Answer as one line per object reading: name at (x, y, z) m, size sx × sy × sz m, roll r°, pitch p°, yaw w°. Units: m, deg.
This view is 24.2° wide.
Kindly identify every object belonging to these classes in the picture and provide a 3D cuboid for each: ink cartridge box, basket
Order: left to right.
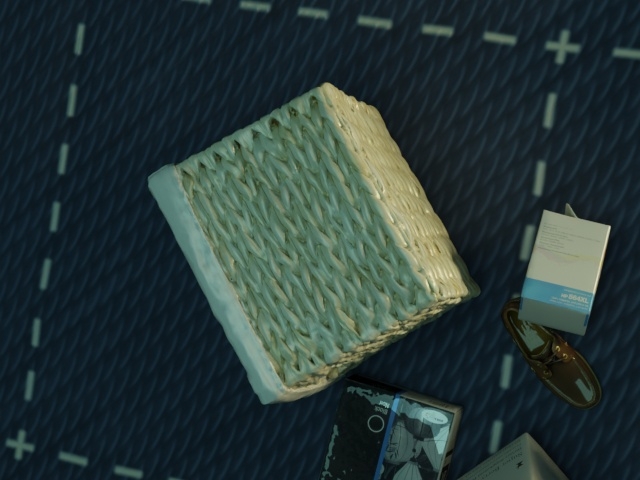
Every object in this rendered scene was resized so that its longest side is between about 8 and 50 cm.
basket at (0.000, 0.000, 1.922) m, size 0.266 × 0.328 × 0.331 m, roll -31°, pitch 82°, yaw 12°
ink cartridge box at (0.075, 0.364, 2.042) m, size 0.165 × 0.065 × 0.333 m, roll 15°, pitch 97°, yaw 16°
ink cartridge box at (0.316, 0.034, 1.917) m, size 0.090 × 0.092 × 0.143 m, roll 15°, pitch 71°, yaw 11°

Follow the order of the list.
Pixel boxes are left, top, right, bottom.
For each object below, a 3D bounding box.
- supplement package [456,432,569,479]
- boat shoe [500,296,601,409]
supplement package at (0.248, 0.407, 1.845) m, size 0.177 × 0.293 × 0.175 m, roll -37°, pitch 103°, yaw 15°
boat shoe at (0.299, 0.152, 1.964) m, size 0.064 × 0.060 × 0.178 m, roll -42°, pitch 80°, yaw 14°
